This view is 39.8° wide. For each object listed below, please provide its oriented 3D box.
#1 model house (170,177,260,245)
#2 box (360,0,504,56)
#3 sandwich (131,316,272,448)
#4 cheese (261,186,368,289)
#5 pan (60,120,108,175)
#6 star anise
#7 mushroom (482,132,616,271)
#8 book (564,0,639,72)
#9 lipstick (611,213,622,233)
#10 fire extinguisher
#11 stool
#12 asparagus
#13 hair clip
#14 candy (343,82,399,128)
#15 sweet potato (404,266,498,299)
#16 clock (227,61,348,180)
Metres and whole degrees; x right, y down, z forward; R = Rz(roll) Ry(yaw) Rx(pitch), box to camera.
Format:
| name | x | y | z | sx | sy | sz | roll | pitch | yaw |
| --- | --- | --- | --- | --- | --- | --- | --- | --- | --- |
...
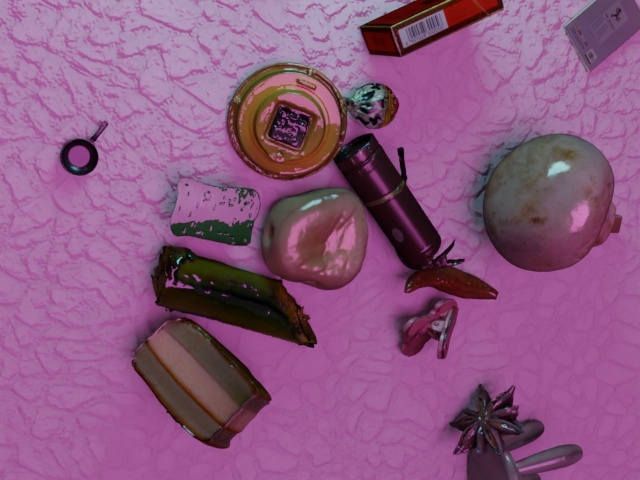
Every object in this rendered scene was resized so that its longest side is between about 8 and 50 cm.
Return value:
| name | x | y | z | sx | sy | sz | roll | pitch | yaw |
| --- | --- | --- | --- | --- | --- | --- | --- | --- | --- |
| model house | -0.210 | -0.060 | 1.687 | 0.167 | 0.088 | 0.117 | 7 | 100 | -24 |
| box | 0.216 | -0.435 | 1.725 | 0.239 | 0.153 | 0.074 | -27 | 107 | -13 |
| sandwich | -0.229 | 0.278 | 1.732 | 0.155 | 0.198 | 0.227 | -44 | 75 | -6 |
| cheese | 0.000 | 0.000 | 1.762 | 0.235 | 0.117 | 0.218 | -38 | 111 | -15 |
| pan | -0.426 | -0.172 | 1.612 | 0.068 | 0.023 | 0.115 | 39 | 90 | -23 |
| star anise | 0.373 | 0.410 | 1.988 | 0.182 | 0.195 | 0.065 | -25 | 133 | 27 |
| mushroom | 0.502 | -0.065 | 1.848 | 0.290 | 0.297 | 0.298 | 24 | 94 | -30 |
| book | 0.629 | -0.475 | 1.949 | 0.181 | 0.014 | 0.127 | -41 | 113 | -7 |
| lipstick | 0.620 | -0.045 | 2.032 | 0.145 | 0.045 | 0.045 | 4 | 100 | -23 |
| fire extinguisher | 0.170 | -0.065 | 1.814 | 0.141 | 0.105 | 0.341 | -29 | 111 | 20 |
| stool | 0.471 | 0.535 | 2.034 | 0.198 | 0.195 | 0.195 | -8 | 105 | -21 |
| asparagus | -0.151 | 0.116 | 1.745 | 0.381 | 0.108 | 0.129 | 19 | 93 | -26 |
| hair clip | 0.239 | 0.185 | 1.925 | 0.123 | 0.102 | 0.138 | 80 | 28 | -55 |
| candy | 0.005 | -0.275 | 1.739 | 0.305 | 0.083 | 0.091 | 3 | 64 | -12 |
| sweet potato | 0.276 | 0.091 | 1.920 | 0.255 | 0.058 | 0.078 | 9 | 55 | -32 |
| clock | -0.062 | -0.222 | 1.690 | 0.237 | 0.057 | 0.237 | -2 | 109 | -4 |
